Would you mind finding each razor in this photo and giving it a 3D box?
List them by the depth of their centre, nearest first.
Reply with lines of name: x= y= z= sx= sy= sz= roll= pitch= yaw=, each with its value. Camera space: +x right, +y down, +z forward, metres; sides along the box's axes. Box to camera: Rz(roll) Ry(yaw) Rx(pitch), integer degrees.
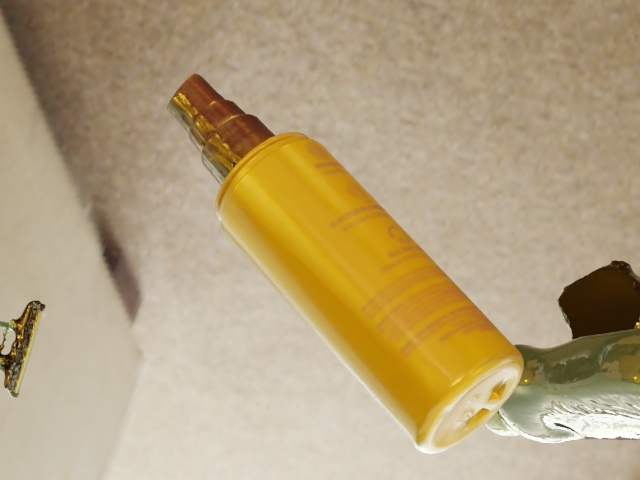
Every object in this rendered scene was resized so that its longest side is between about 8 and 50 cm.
razor: x=-0.344 y=0.054 z=1.416 sx=0.253 sy=0.082 sz=0.042 roll=20 pitch=167 yaw=-31

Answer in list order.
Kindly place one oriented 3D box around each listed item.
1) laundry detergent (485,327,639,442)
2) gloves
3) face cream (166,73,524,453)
laundry detergent: x=0.241 y=0.137 z=1.595 sx=0.143 sy=0.094 sz=0.290 roll=19 pitch=160 yaw=-34
gloves: x=0.370 y=0.148 z=1.848 sx=0.152 sy=0.197 sz=0.301 roll=-27 pitch=133 yaw=8
face cream: x=0.000 y=0.000 z=1.025 sx=0.273 sy=0.078 sz=0.078 roll=47 pitch=152 yaw=25
